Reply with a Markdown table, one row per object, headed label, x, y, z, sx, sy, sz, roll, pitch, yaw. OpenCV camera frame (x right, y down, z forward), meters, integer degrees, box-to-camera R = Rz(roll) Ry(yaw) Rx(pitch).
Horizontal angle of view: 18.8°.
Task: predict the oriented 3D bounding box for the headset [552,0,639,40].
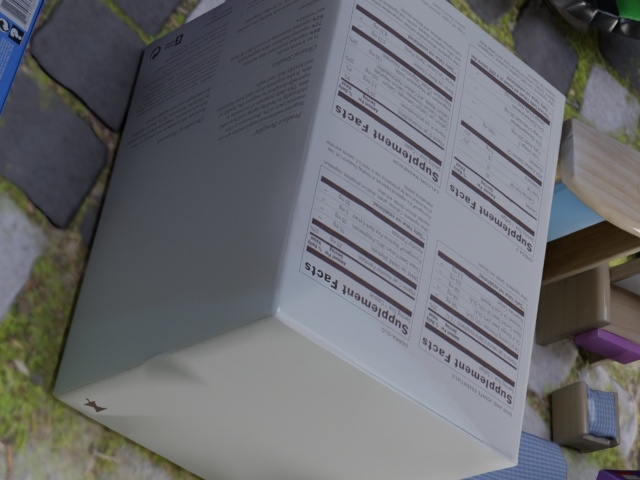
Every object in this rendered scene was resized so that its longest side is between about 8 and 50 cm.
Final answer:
| label | x | y | z | sx | sy | sz | roll | pitch | yaw |
| --- | --- | --- | --- | --- | --- | --- | --- | --- | --- |
| headset | 0.214 | -0.318 | 1.518 | 0.394 | 0.243 | 0.185 | 24 | 30 | -16 |

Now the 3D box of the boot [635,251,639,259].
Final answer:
| label | x | y | z | sx | sy | sz | roll | pitch | yaw |
| --- | --- | --- | --- | --- | --- | --- | --- | --- | --- |
| boot | 0.367 | -0.074 | 1.561 | 0.094 | 0.207 | 0.246 | 43 | 49 | -24 |

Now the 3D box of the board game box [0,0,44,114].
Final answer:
| label | x | y | z | sx | sy | sz | roll | pitch | yaw |
| --- | --- | --- | --- | --- | --- | --- | --- | --- | --- |
| board game box | -0.265 | -0.132 | 1.072 | 0.210 | 0.047 | 0.160 | 36 | 52 | -30 |

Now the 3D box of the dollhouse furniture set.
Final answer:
| label | x | y | z | sx | sy | sz | roll | pitch | yaw |
| --- | --- | --- | --- | --- | --- | --- | --- | --- | --- |
| dollhouse furniture set | 0.170 | 0.122 | 1.291 | 0.286 | 0.198 | 0.303 | 22 | 59 | -37 |

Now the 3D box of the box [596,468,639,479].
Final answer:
| label | x | y | z | sx | sy | sz | roll | pitch | yaw |
| --- | --- | --- | --- | --- | --- | --- | --- | --- | --- |
| box | 0.274 | 0.265 | 1.364 | 0.293 | 0.057 | 0.201 | 9 | 102 | -43 |

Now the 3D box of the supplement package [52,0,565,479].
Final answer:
| label | x | y | z | sx | sy | sz | roll | pitch | yaw |
| --- | --- | --- | --- | --- | --- | --- | --- | --- | --- |
| supplement package | 0.000 | 0.000 | 1.169 | 0.198 | 0.199 | 0.263 | 33 | 53 | -32 |
